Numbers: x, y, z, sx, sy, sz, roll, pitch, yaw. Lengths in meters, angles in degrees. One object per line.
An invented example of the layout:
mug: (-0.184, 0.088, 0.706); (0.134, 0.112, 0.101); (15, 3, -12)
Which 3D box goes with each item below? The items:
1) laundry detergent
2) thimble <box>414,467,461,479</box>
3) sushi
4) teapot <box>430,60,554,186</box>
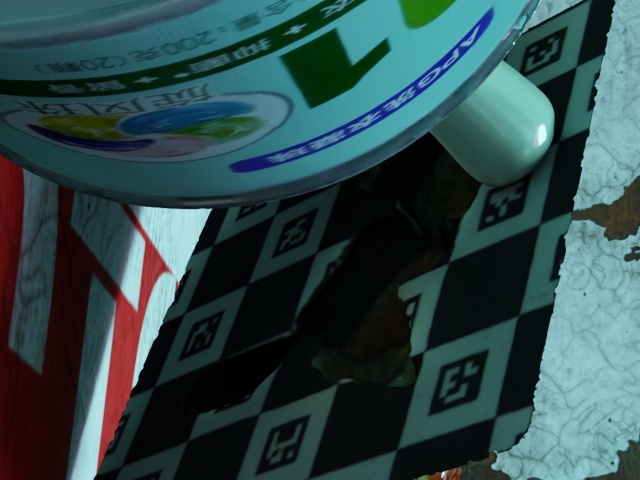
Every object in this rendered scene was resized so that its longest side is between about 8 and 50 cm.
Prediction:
laundry detergent: (-0.054, -0.163, 0.521); (0.305, 0.287, 0.287); (47, 46, -79)
thimble: (0.030, 0.326, 1.613); (0.350, 0.231, 0.350); (1, 90, -84)
sushi: (0.027, 0.046, 0.939); (0.064, 0.359, 0.343); (43, 44, -25)
teapot: (-0.010, -0.162, 0.788); (0.149, 0.318, 0.220); (-98, -157, -47)
